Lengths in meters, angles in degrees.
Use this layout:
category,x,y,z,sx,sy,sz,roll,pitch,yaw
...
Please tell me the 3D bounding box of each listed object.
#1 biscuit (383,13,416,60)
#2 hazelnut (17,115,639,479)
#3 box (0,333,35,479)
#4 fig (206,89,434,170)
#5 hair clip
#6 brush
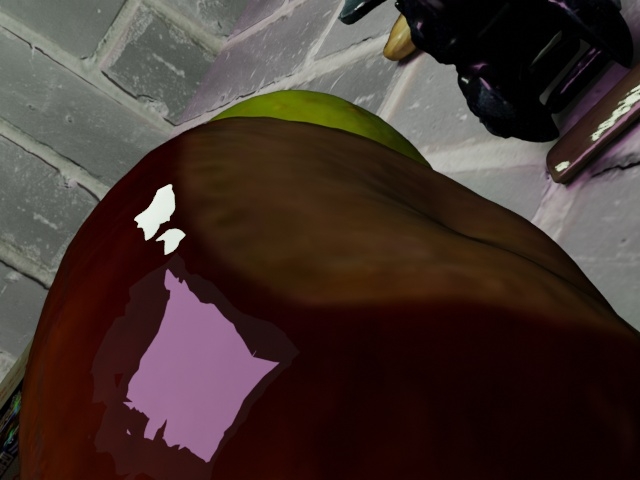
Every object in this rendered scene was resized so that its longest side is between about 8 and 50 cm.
category,x,y,z,sx,sy,sz,roll,pitch,yaw
biscuit,0.169,-0.347,1.335,0.260,0.041,0.203,-53,23,15
hazelnut,0.016,0.119,0.539,0.359,0.359,0.409,-51,20,18
box,-0.336,0.209,1.205,0.198,0.084,0.310,-53,19,7
fig,0.000,0.000,0.909,0.326,0.258,0.258,24,81,52
hair clip,0.147,-0.223,0.931,0.194,0.206,0.310,-47,20,17
brush,0.272,-0.154,0.776,0.282,0.048,0.054,-48,21,30
